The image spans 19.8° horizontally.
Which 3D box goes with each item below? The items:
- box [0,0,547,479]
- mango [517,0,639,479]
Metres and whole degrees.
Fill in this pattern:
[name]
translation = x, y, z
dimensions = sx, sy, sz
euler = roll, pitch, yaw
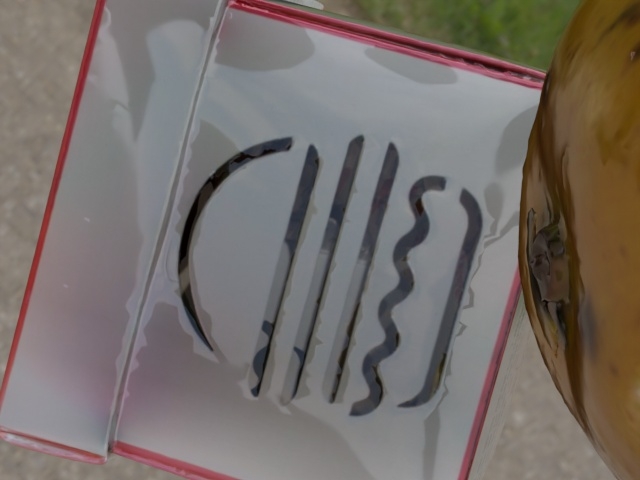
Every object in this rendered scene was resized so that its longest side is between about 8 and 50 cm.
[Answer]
[box]
translation = 0.000, 0.000, 1.233
dimensions = 0.300, 0.314, 0.312
euler = 16, 7, 10
[mango]
translation = 0.159, -0.018, 0.408
dimensions = 0.290, 0.191, 0.160
euler = -22, 90, -37
